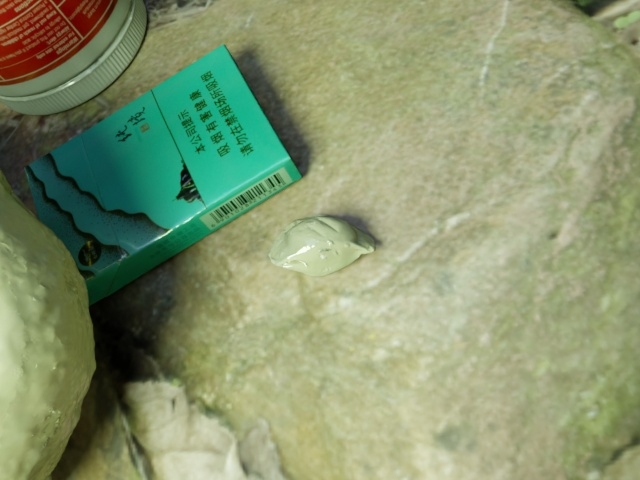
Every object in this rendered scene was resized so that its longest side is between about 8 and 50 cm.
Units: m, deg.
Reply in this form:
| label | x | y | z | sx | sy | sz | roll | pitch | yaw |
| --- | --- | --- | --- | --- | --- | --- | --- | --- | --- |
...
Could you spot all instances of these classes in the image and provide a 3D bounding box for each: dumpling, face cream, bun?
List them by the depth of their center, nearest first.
| label | x | y | z | sx | sy | sz | roll | pitch | yaw |
| --- | --- | --- | --- | --- | --- | --- | --- | --- | --- |
| bun | -0.323 | 0.071 | 0.499 | 0.360 | 0.211 | 0.360 | -2 | 82 | 16 |
| dumpling | -0.001 | -0.001 | 0.529 | 0.077 | 0.043 | 0.059 | -25 | 36 | 10 |
| face cream | -0.310 | -0.261 | 0.686 | 0.201 | 0.187 | 0.201 | -8 | 61 | 15 |

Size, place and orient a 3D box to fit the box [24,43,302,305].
| label | x | y | z | sx | sy | sz | roll | pitch | yaw |
| --- | --- | --- | --- | --- | --- | --- | --- | --- | --- |
| box | -0.148 | -0.061 | 0.609 | 0.226 | 0.042 | 0.161 | -31 | 58 | 3 |
